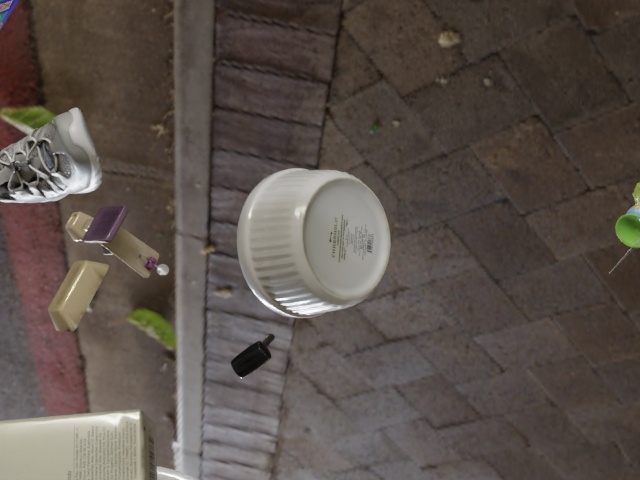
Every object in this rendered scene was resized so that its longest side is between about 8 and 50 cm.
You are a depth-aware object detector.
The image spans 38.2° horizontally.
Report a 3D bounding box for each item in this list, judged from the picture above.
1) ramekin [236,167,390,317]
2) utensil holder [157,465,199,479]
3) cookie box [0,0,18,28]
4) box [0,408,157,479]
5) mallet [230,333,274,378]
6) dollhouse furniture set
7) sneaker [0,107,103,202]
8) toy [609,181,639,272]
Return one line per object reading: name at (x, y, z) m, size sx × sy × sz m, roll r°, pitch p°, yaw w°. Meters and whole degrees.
ramekin at (0.000, 0.000, 1.246) m, size 0.109 × 0.207 × 0.207 m, roll -8°, pitch 136°, yaw 47°
utensil holder at (-0.295, 0.595, 1.426) m, size 0.328 × 0.327 × 0.385 m, roll 15°, pitch 129°, yaw 1°
cookie box at (-0.440, -0.291, 1.183) m, size 0.040 × 0.092 × 0.107 m, roll 45°, pitch 122°, yaw -2°
box at (-0.327, 0.261, 1.041) m, size 0.275 × 0.113 × 0.094 m, roll -4°, pitch 160°, yaw 0°
mallet at (-0.109, 0.190, 1.559) m, size 0.062 × 0.190 × 0.039 m, roll -37°, pitch 90°, yaw 2°
dollhouse furniture set at (-0.193, 0.040, 0.817) m, size 0.091 × 0.114 × 0.081 m, roll -2°, pitch 145°, yaw 46°
sneaker at (-0.382, -0.095, 1.260) m, size 0.281 × 0.115 × 0.105 m, roll -25°, pitch 85°, yaw 56°
toy at (0.419, -0.067, 1.132) m, size 0.056 × 0.237 × 0.137 m, roll 38°, pitch 136°, yaw 14°
